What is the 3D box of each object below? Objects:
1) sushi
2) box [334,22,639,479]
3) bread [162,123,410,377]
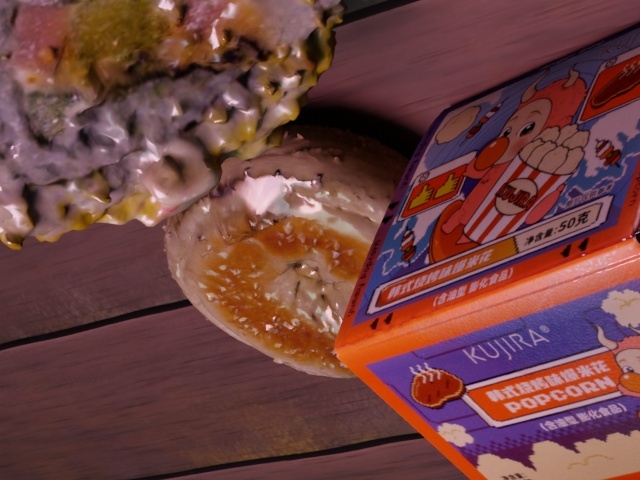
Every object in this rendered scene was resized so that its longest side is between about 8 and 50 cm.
[{"bbox_3d":[-0.182,-0.197,1.504,0.240,0.396,0.351,52,165,45],"label":"sushi"},{"bbox_3d":[0.248,0.011,1.571,0.257,0.319,0.348,45,140,-22],"label":"box"},{"bbox_3d":[0.000,0.000,1.828,0.305,0.159,0.306,11,139,9],"label":"bread"}]
